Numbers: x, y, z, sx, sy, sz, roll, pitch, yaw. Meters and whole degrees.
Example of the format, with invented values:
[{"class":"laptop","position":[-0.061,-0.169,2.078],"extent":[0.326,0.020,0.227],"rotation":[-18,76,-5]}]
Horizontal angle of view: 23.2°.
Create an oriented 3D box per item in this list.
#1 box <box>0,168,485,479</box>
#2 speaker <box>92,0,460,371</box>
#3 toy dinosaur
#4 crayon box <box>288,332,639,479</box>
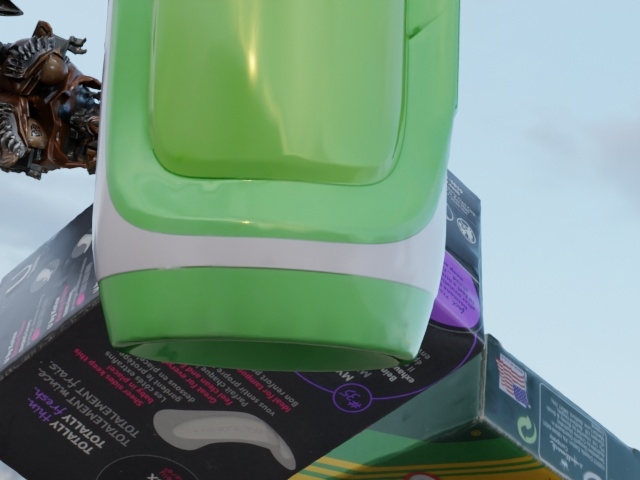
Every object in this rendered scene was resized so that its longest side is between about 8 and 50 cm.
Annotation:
[{"class":"box","position":[-0.056,0.040,0.902],"extent":[0.270,0.143,0.165],"rotation":[-36,-65,25]},{"class":"speaker","position":[-0.014,-0.104,0.574],"extent":[0.131,0.296,0.131],"rotation":[2,-10,0]},{"class":"toy dinosaur","position":[-0.275,-0.110,1.133],"extent":[0.322,0.164,0.218],"rotation":[-4,-5,-10]},{"class":"crayon box","position":[0.066,0.205,1.214],"extent":[0.318,0.081,0.202],"rotation":[-28,-52,36]}]
